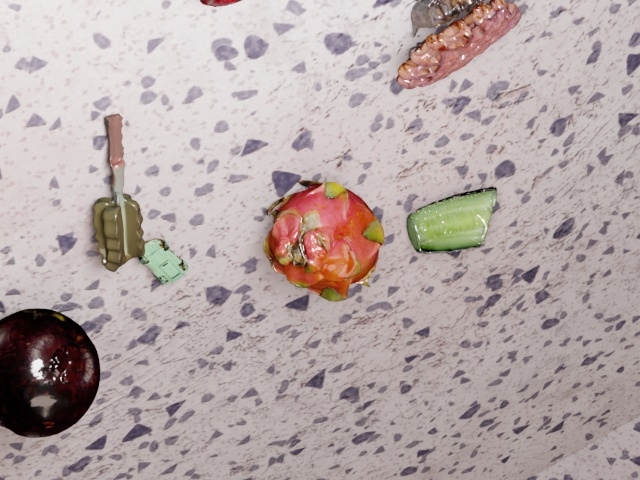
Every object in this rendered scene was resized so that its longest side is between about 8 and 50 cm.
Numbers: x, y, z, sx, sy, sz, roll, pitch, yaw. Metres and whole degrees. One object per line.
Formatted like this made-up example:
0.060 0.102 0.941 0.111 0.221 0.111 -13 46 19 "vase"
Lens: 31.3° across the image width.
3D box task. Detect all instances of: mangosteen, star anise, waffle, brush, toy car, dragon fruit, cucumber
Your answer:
-0.514 0.237 2.016 0.228 0.228 0.265 13 156 -43 "mangosteen"
0.166 -0.446 1.833 0.148 0.218 0.227 -14 106 28 "star anise"
0.231 -0.324 1.911 0.234 0.055 0.221 -32 174 21 "waffle"
-0.337 -0.082 1.891 0.084 0.071 0.301 -27 138 -31 "brush"
-0.288 0.035 2.071 0.059 0.035 0.122 -33 135 4 "toy car"
0.002 -0.001 2.082 0.224 0.224 0.227 -43 147 17 "dragon fruit"
0.269 -0.036 2.329 0.193 0.085 0.115 -14 96 -19 "cucumber"

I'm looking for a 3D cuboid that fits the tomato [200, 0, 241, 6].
-0.097 -0.411 1.636 0.173 0.099 0.189 -25 -175 -31 "tomato"
